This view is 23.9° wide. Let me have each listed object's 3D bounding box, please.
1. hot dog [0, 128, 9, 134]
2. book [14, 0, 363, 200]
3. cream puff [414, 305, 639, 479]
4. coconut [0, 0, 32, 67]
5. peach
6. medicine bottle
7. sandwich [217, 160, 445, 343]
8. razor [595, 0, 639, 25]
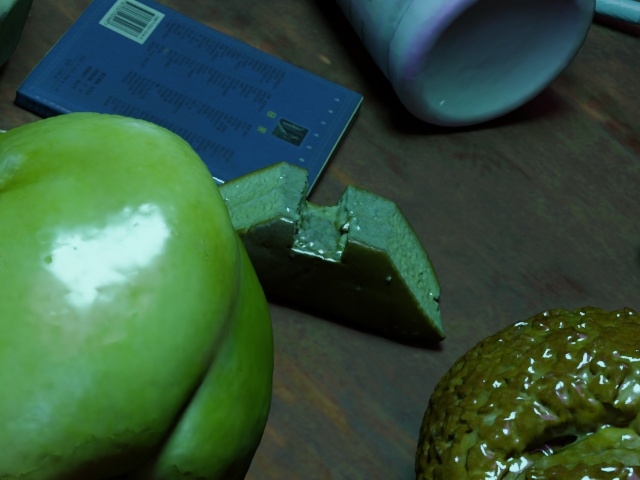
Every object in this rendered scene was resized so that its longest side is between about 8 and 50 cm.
[{"bbox_3d":[-0.325,-0.044,1.175,0.249,0.068,0.100,-10,53,-28],"label":"hot dog"},{"bbox_3d":[-0.113,-0.127,1.367,0.269,0.025,0.191,25,45,4],"label":"book"},{"bbox_3d":[0.214,0.173,1.068,0.303,0.212,0.303,11,49,-14],"label":"cream puff"},{"bbox_3d":[-0.333,-0.246,1.256,0.259,0.259,0.259,11,45,-11],"label":"coconut"},{"bbox_3d":[-0.174,0.080,0.962,0.314,0.281,0.315,-40,36,-7],"label":"peach"},{"bbox_3d":[0.101,-0.291,1.469,0.212,0.212,0.325,-9,53,-28],"label":"medicine bottle"},{"bbox_3d":[0.000,0.000,1.239,0.244,0.088,0.090,17,40,-4],"label":"sandwich"},{"bbox_3d":[0.289,-0.259,1.624,0.232,0.068,0.106,16,43,1],"label":"razor"}]
